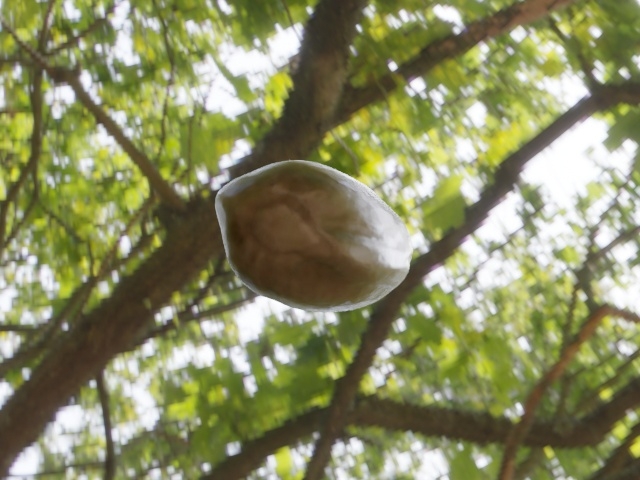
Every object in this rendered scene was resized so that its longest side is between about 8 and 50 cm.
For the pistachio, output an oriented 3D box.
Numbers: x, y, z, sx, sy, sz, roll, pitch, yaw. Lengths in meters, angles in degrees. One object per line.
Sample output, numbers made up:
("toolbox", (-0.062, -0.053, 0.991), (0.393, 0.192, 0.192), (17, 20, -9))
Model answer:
("pistachio", (0.000, 0.000, 1.124), (0.185, 0.126, 0.108), (20, -88, -41))
